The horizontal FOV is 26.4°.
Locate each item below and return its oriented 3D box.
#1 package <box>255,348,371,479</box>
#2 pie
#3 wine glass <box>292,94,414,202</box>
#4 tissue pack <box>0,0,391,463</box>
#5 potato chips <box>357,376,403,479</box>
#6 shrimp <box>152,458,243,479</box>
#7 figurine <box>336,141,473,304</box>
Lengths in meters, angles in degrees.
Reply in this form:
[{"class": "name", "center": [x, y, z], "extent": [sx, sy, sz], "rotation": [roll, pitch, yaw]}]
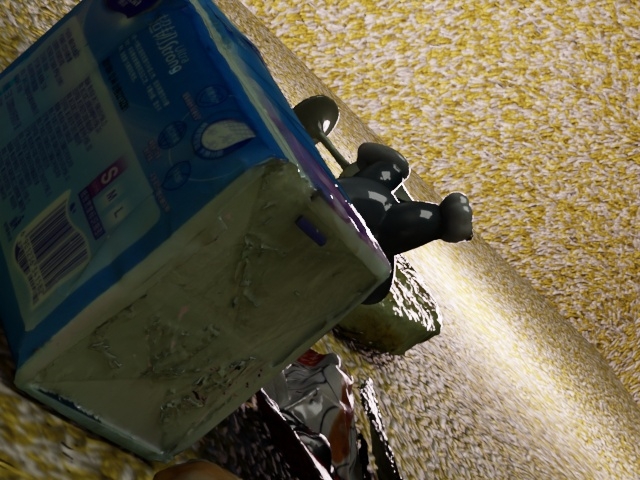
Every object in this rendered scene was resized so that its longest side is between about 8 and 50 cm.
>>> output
[{"class": "package", "center": [-0.006, 0.141, 0.991], "extent": [0.194, 0.071, 0.269], "rotation": [53, 12, -16]}, {"class": "pie", "center": [0.000, 0.000, 1.509], "extent": [0.371, 0.078, 0.296], "rotation": [43, 11, -17]}, {"class": "wine glass", "center": [0.034, -0.073, 1.497], "extent": [0.079, 0.079, 0.195], "rotation": [34, 14, -52]}, {"class": "tissue pack", "center": [-0.104, -0.028, 0.852], "extent": [0.146, 0.198, 0.263], "rotation": [42, 12, -40]}, {"class": "potato chips", "center": [0.056, 0.178, 1.085], "extent": [0.209, 0.026, 0.142], "rotation": [-122, -166, -79]}, {"class": "shrimp", "center": [0.009, 0.218, 0.803], "extent": [0.287, 0.063, 0.152], "rotation": [41, 1, -26]}, {"class": "figurine", "center": [-0.023, -0.014, 1.058], "extent": [0.265, 0.140, 0.193], "rotation": [12, 13, -6]}]
